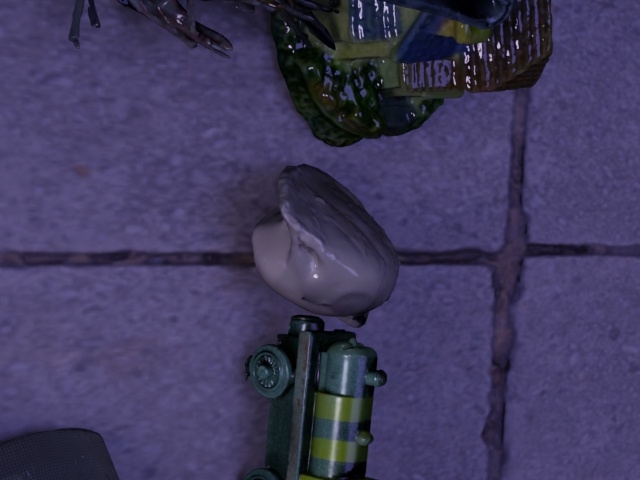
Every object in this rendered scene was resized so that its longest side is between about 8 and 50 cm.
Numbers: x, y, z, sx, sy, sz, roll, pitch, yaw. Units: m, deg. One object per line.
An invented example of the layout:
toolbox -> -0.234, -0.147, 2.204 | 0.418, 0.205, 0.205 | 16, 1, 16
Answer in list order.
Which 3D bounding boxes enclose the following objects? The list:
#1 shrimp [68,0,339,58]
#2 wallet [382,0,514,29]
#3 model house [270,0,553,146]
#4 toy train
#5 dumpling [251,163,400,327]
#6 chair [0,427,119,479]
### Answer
shrimp -> -0.121, -0.215, 1.123 | 0.172, 0.137, 0.372 | -44, 122, 9
wallet -> 0.001, -0.274, 1.123 | 0.290, 0.054, 0.251 | 5, 49, -49
model house -> 0.091, -0.180, 1.309 | 0.214, 0.189, 0.195 | -6, 95, -49
toy train -> 0.001, 0.166, 1.276 | 0.083, 0.132, 0.200 | 0, 95, -49
dumpling -> 0.001, 0.000, 1.290 | 0.176, 0.092, 0.150 | 19, 42, -39
chair -> -0.172, 0.319, 1.102 | 0.160, 0.319, 0.186 | -14, 148, -45
